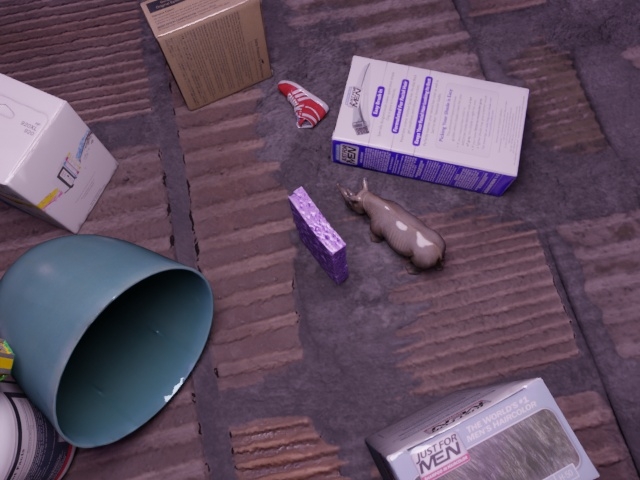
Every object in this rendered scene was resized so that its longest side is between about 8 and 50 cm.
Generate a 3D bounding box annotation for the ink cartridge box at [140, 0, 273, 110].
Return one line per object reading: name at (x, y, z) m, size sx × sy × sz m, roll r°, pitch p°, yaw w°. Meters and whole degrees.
ink cartridge box at (-0.203, -0.372, 0.996) m, size 0.193 × 0.235 × 0.088 m, roll -26°, pitch 74°, yaw -8°

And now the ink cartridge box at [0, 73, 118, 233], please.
ink cartridge box at (-0.510, -0.148, 0.929) m, size 0.171 × 0.233 × 0.168 m, roll 22°, pitch 73°, yaw 9°

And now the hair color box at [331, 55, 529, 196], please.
hair color box at (0.203, -0.217, 1.005) m, size 0.338 × 0.110 × 0.185 m, roll 13°, pitch 74°, yaw 4°

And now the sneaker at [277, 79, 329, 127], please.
sneaker at (-0.048, -0.272, 1.061) m, size 0.118 × 0.042 × 0.067 m, roll 32°, pitch 72°, yaw 9°

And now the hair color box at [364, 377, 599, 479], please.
hair color box at (0.174, 0.281, 0.697) m, size 0.185 × 0.374 × 0.114 m, roll -25°, pitch 73°, yaw -7°

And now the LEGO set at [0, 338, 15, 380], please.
LEGO set at (-0.500, 0.218, 0.540) m, size 0.254 × 0.192 × 0.332 m, roll 13°, pitch 73°, yaw 6°

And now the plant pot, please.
plant pot at (-0.352, 0.123, 0.820) m, size 0.235 × 0.293 × 0.293 m, roll 27°, pitch 74°, yaw 24°

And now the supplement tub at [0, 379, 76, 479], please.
supplement tub at (-0.498, 0.297, 0.760) m, size 0.190 × 0.272 × 0.191 m, roll 0°, pitch 71°, yaw 1°

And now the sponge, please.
sponge at (0.000, 0.000, 0.882) m, size 0.031 × 0.210 × 0.117 m, roll -36°, pitch 74°, yaw -8°

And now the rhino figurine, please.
rhino figurine at (0.124, -0.031, 0.943) m, size 0.243 × 0.106 × 0.073 m, roll 40°, pitch 76°, yaw 13°
